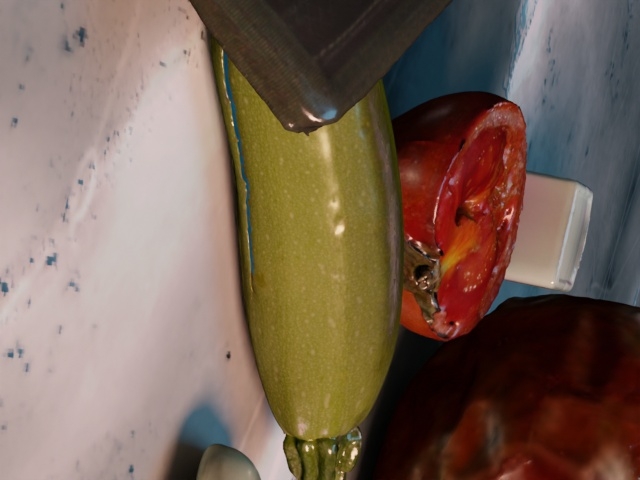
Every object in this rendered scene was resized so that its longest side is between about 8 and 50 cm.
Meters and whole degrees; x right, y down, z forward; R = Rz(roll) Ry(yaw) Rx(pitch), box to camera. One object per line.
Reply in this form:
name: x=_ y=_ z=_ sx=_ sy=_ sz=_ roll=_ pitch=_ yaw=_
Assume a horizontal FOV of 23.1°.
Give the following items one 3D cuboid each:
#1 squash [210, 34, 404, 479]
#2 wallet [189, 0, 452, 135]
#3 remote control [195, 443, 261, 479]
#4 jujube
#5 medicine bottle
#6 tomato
squash: x=0.000 y=0.000 z=0.829 sx=0.094 sy=0.095 sz=0.340 roll=-50 pitch=142 yaw=-48
wallet: x=0.004 y=-0.162 z=0.716 sx=0.168 sy=0.052 sz=0.245 roll=53 pitch=40 yaw=-11
remote control: x=-0.069 y=0.258 z=0.790 sx=0.090 sy=0.038 sz=0.309 roll=80 pitch=18 yaw=-74
jujube: x=0.158 y=0.225 z=1.080 sx=0.276 sy=0.277 sz=0.376 roll=21 pitch=73 yaw=-67
medicine bottle: x=0.115 y=-0.013 z=1.045 sx=0.055 sy=0.118 sz=0.074 roll=10 pitch=91 yaw=-68
tomato: x=0.062 y=-0.020 z=0.955 sx=0.139 sy=0.091 sz=0.159 roll=-49 pitch=143 yaw=-40
